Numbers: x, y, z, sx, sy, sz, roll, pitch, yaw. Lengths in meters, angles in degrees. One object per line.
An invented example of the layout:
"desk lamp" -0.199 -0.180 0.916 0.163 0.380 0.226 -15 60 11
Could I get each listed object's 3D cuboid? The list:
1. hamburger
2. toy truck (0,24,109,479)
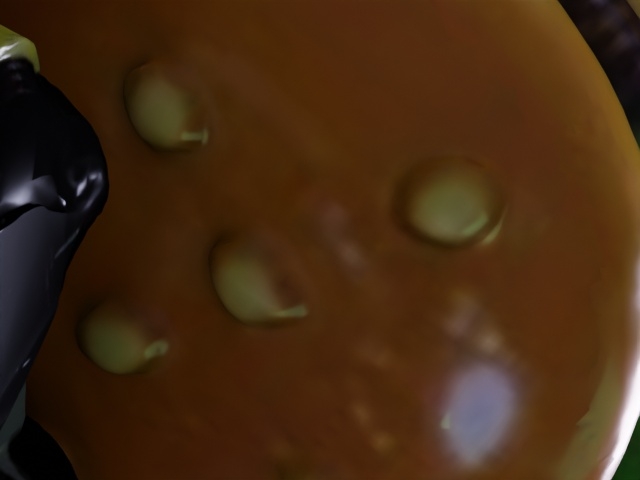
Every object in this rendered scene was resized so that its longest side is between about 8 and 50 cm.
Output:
"hamburger" 0.000 0.000 0.752 0.396 0.396 0.277 -50 172 30
"toy truck" -0.221 0.064 0.601 0.181 0.254 0.405 -48 162 -38
